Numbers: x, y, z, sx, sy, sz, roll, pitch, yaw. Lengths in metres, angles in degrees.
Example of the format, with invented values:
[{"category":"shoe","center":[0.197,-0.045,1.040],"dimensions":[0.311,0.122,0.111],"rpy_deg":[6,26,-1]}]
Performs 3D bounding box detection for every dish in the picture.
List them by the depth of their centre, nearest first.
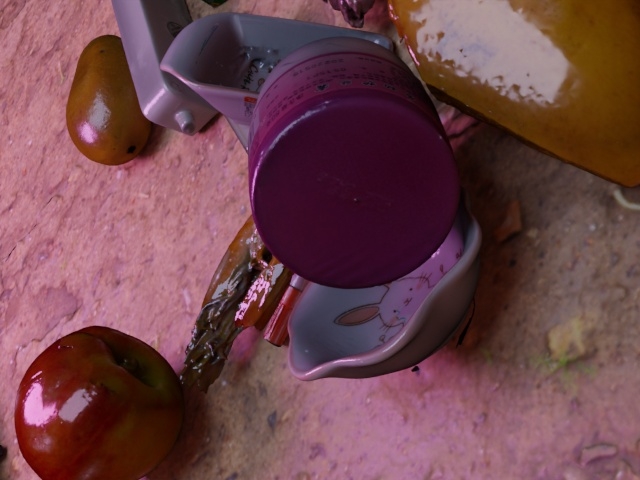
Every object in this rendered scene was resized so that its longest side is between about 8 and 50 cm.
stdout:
[{"category":"dish","center":[0.074,0.057,0.965],"dimensions":[0.229,0.081,0.229],"rpy_deg":[-36,24,19]},{"category":"dish","center":[-0.048,-0.168,1.116],"dimensions":[0.154,0.234,0.064],"rpy_deg":[-74,-7,-48]}]

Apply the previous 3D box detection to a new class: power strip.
[{"category":"power strip","center":[-0.214,-0.279,1.387],"dimensions":[0.062,0.091,0.385],"rpy_deg":[-41,50,28]}]

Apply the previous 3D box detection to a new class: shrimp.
[{"category":"shrimp","center":[-0.073,0.048,1.124],"dimensions":[0.249,0.068,0.150],"rpy_deg":[-62,17,4]}]

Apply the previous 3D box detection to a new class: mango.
[{"category":"mango","center":[0.170,-0.177,0.912],"dimensions":[0.350,0.201,0.199],"rpy_deg":[49,136,34]},{"category":"mango","center":[-0.281,-0.195,1.420],"dimensions":[0.136,0.099,0.227],"rpy_deg":[-48,39,29]}]

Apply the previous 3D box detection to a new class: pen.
[{"category":"pen","center":[0.000,0.000,1.117],"dimensions":[0.028,0.028,0.239],"rpy_deg":[29,95,46]}]

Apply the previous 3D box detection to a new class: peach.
[{"category":"peach","center":[-0.248,0.193,1.171],"dimensions":[0.197,0.197,0.197],"rpy_deg":[-18,63,39]}]

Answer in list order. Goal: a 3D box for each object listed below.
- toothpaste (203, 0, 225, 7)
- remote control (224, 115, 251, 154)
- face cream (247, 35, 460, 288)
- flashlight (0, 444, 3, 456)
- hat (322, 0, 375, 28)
[{"category":"toothpaste","center":[-0.142,-0.390,1.392],"dimensions":[0.037,0.043,0.178],"rpy_deg":[-20,61,37]},{"category":"remote control","center":[-0.082,-0.161,1.207],"dimensions":[0.038,0.098,0.233],"rpy_deg":[-52,46,23]},{"category":"face cream","center":[0.023,-0.076,0.945],"dimensions":[0.175,0.175,0.195],"rpy_deg":[-48,21,20]},{"category":"flashlight","center":[-0.476,0.305,1.453],"dimensions":[0.121,0.035,0.057],"rpy_deg":[-32,54,32]},{"category":"hat","center":[-0.032,-0.364,1.181],"dimensions":[0.107,0.237,0.286],"rpy_deg":[-20,25,-8]}]
